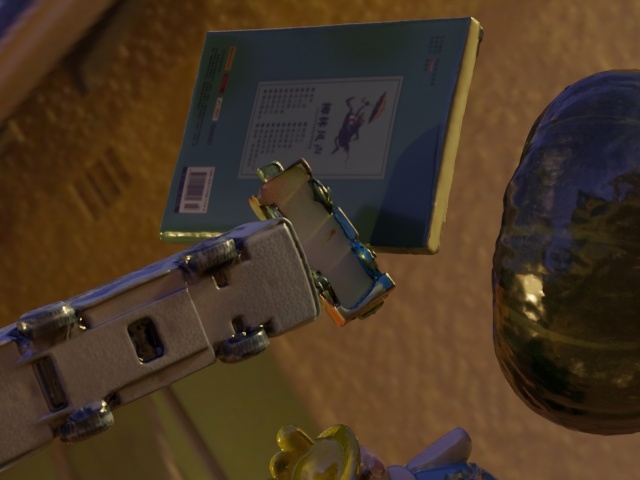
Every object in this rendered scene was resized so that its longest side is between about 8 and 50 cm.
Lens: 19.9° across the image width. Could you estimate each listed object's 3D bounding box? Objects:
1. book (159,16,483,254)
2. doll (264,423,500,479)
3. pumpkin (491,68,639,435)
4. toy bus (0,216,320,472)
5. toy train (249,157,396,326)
[{"bbox_3d":[-0.007,-0.116,2.000,0.379,0.264,0.031,3,-14,38],"label":"book"},{"bbox_3d":[0.064,0.211,1.417,0.135,0.241,0.099,-61,19,20],"label":"doll"},{"bbox_3d":[0.248,0.008,1.469,0.207,0.300,0.300,5,-3,15],"label":"pumpkin"},{"bbox_3d":[-0.165,0.082,1.500,0.330,0.109,0.136,-24,8,-31],"label":"toy bus"},{"bbox_3d":[0.000,0.000,1.850,0.072,0.188,0.099,-35,-6,-4],"label":"toy train"}]
